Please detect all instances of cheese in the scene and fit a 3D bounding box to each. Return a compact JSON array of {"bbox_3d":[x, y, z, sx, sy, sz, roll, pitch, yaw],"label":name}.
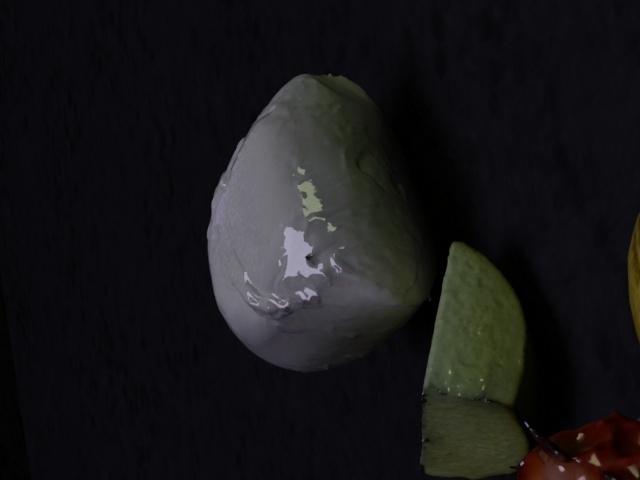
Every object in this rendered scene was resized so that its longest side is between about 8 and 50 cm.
[{"bbox_3d":[0.000,0.000,1.410,0.189,0.154,0.198,-46,49,40],"label":"cheese"}]

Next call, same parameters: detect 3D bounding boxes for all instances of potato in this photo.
[{"bbox_3d":[0.116,0.088,1.300,0.149,0.081,0.120,86,-163,-60],"label":"potato"}]

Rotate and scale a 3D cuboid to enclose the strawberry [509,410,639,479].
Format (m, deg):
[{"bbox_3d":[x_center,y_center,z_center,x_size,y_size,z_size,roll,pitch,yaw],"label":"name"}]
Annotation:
[{"bbox_3d":[0.224,0.218,0.901,0.280,0.150,0.253,38,141,45],"label":"strawberry"}]

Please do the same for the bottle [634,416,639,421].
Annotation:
[{"bbox_3d":[0.176,0.191,1.144,0.253,0.079,0.096,105,-172,-48],"label":"bottle"}]

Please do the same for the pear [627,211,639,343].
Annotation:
[{"bbox_3d":[0.235,0.020,0.746,0.209,0.209,0.208,172,90,-69],"label":"pear"}]
